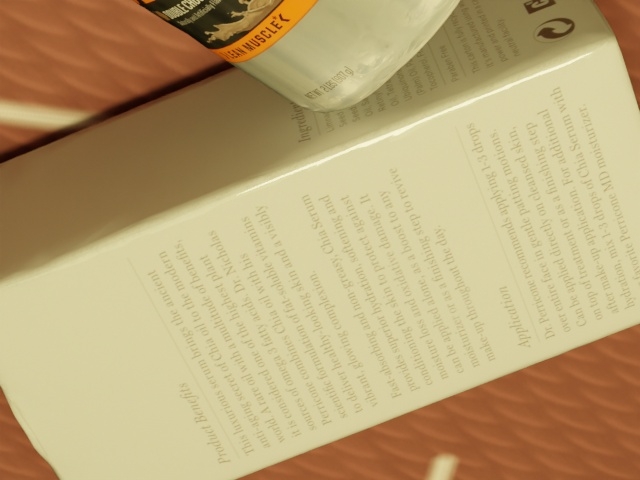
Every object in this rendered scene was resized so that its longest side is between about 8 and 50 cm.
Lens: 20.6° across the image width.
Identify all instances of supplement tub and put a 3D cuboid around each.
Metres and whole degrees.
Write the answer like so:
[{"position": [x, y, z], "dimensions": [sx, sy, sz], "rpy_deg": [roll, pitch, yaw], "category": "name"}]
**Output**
[{"position": [-0.076, -0.241, 1.041], "dimensions": [0.338, 0.207, 0.207], "rpy_deg": [32, 111, -22], "category": "supplement tub"}]

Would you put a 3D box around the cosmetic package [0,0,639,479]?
[{"position": [0.000, 0.000, 1.211], "dimensions": [0.453, 0.161, 0.230], "rpy_deg": [-21, 125, 4], "category": "cosmetic package"}]
